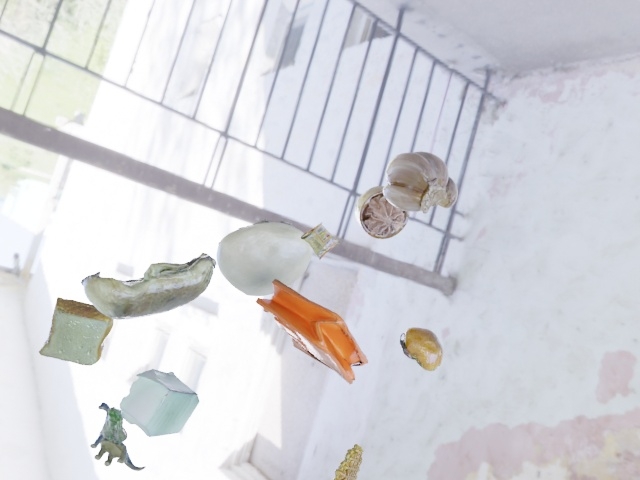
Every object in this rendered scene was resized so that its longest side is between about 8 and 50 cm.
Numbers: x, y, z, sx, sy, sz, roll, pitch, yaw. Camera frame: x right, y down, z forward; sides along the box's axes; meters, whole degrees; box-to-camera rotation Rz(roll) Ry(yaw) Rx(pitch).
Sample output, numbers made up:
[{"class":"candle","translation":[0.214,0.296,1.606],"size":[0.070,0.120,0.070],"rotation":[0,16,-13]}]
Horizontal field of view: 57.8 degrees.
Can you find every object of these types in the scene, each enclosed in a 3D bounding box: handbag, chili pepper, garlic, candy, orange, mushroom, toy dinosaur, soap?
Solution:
[{"class":"handbag","translation":[-0.016,0.299,1.866],"size":[0.304,0.116,0.410],"rotation":[30,163,29]},{"class":"chili pepper","translation":[-0.637,0.558,1.780],"size":[0.088,0.059,0.226],"rotation":[20,140,-2]},{"class":"garlic","translation":[0.279,-0.167,1.588],"size":[0.214,0.160,0.191],"rotation":[-15,-146,-40]},{"class":"candy","translation":[-0.240,0.089,2.641],"size":[0.186,0.427,0.386],"rotation":[-109,-7,-51]},{"class":"orange","translation":[0.354,0.361,1.977],"size":[0.170,0.112,0.160],"rotation":[12,-144,-35]},{"class":"mushroom","translation":[-0.436,0.125,1.516],"size":[0.248,0.129,0.344],"rotation":[-24,172,41]},{"class":"toy dinosaur","translation":[-0.691,0.683,1.999],"size":[0.248,0.075,0.188],"rotation":[30,-148,-6]},{"class":"soap","translation":[-0.393,0.404,1.429],"size":[0.091,0.145,0.230],"rotation":[29,174,18]}]

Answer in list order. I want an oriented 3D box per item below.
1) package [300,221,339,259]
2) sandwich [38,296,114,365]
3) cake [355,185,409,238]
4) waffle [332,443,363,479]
[{"class":"package","translation":[-0.001,-0.002,2.300],"size":[0.120,0.108,0.031],"rotation":[49,178,9]},{"class":"sandwich","translation":[-0.926,0.355,2.208],"size":[0.226,0.251,0.087],"rotation":[18,-155,-21]},{"class":"cake","translation":[0.238,-0.087,2.123],"size":[0.207,0.185,0.178],"rotation":[49,-175,-35]},{"class":"waffle","translation":[0.078,0.713,1.761],"size":[0.038,0.191,0.191],"rotation":[21,176,23]}]
